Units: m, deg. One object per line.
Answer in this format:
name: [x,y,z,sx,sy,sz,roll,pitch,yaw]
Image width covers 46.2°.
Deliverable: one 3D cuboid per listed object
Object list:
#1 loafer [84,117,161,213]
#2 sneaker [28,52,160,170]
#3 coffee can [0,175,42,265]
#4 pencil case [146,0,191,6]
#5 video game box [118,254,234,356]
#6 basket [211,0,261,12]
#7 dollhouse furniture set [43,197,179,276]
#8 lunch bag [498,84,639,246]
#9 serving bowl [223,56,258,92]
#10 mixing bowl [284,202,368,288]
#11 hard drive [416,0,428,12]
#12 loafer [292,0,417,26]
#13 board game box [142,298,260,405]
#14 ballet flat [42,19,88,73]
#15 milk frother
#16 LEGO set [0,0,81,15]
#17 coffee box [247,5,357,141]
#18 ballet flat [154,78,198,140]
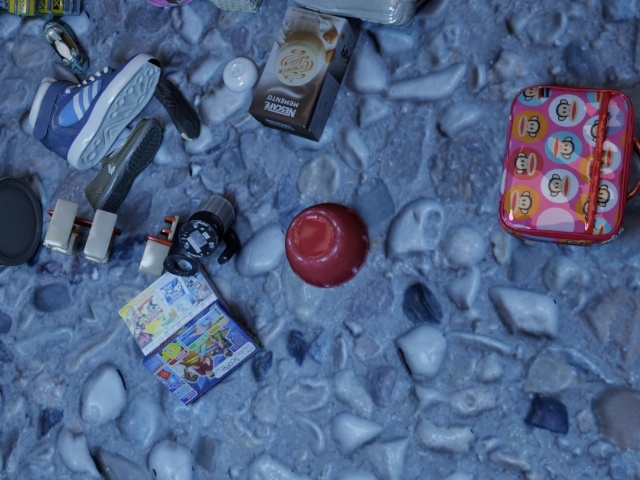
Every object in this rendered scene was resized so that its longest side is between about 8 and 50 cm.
loafer: [-0.452,-0.178,1.689,0.087,0.094,0.251,35,91,16]
sneaker: [-0.544,-0.346,1.730,0.236,0.130,0.323,40,98,16]
coffee can: [-0.813,-0.040,1.714,0.275,0.201,0.202,-1,79,17]
pencil case: [-0.360,-0.749,1.745,0.160,0.167,0.386,-16,72,47]
video game box: [-0.304,0.165,1.602,0.205,0.048,0.187,-38,73,6]
basket: [-0.199,-0.582,1.660,0.113,0.167,0.103,11,89,19]
dollhouse furniture set: [-0.444,-0.020,1.588,0.259,0.262,0.135,17,81,-14]
lunch bag: [0.472,-0.135,1.398,0.258,0.120,0.293,7,83,14]
serving bowl: [-0.183,-0.375,1.683,0.083,0.027,0.083,-3,79,17]
mixing bowl: [0.000,0.000,1.517,0.181,0.098,0.182,-3,78,15]
hard drive: [0.156,-0.601,1.612,0.172,0.054,0.255,-46,71,4]
loafer: [0.065,-0.520,1.565,0.319,0.112,0.112,20,108,33]
board game box: [-0.242,0.231,1.536,0.201,0.035,0.136,-38,112,6]
ballet flat: [-0.627,-0.482,1.819,0.070,0.070,0.188,-45,70,4]
milk frother: [-0.256,-0.006,1.576,0.143,0.135,0.129,-13,112,16]
LEGO set: [-0.722,-0.655,1.779,0.331,0.255,0.192,23,114,31]
coffee box: [-0.036,-0.353,1.597,0.141,0.098,0.247,18,85,19]
ballet flat: [-0.325,-0.292,1.707,0.173,0.057,0.049,59,138,19]
